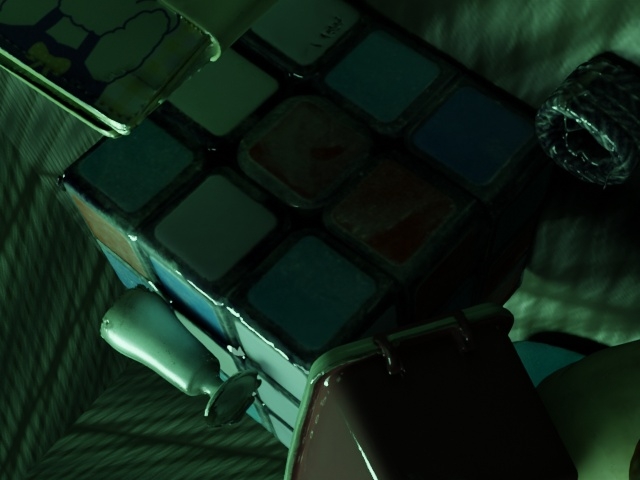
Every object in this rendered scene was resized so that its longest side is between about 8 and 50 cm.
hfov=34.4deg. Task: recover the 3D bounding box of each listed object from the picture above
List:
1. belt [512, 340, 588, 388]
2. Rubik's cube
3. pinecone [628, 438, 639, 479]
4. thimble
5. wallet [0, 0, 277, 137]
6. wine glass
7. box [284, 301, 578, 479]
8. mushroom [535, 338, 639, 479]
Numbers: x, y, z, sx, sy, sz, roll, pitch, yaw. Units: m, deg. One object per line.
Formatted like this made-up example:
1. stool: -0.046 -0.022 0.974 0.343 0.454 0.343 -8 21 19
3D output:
1. belt: 0.369 0.286 1.308 0.436 0.173 0.300 24 159 48
2. Rubik's cube: 0.000 0.000 1.105 0.363 0.359 0.362 40 159 21
3. pinecone: 0.380 0.146 0.598 0.398 0.398 0.398 38 163 14
4. thimble: 0.231 -0.095 0.853 0.095 0.066 0.104 37 166 22
5. wallet: -0.141 -0.244 0.900 0.223 0.309 0.077 35 166 19
6. wine glass: -0.133 0.110 0.981 0.155 0.072 0.072 34 162 27
7. box: 0.087 0.207 0.899 0.294 0.193 0.167 102 150 -52
8. mushroom: 0.345 0.199 0.935 0.356 0.315 0.315 21 154 55
